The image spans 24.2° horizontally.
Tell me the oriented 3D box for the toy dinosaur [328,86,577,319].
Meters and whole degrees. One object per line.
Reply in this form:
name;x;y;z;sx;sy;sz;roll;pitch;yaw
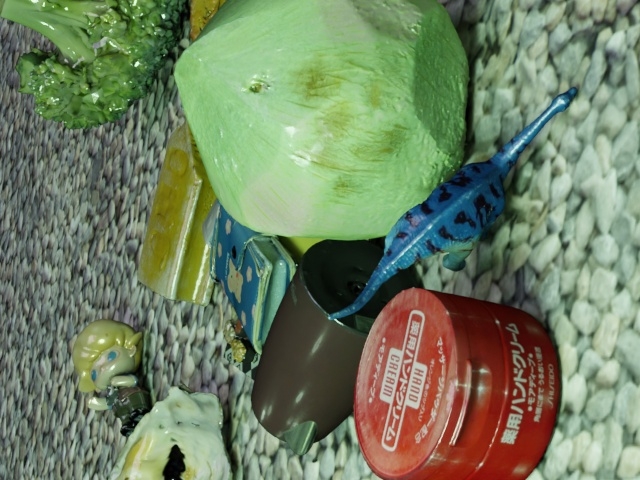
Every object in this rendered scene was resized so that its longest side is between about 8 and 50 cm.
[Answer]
toy dinosaur;0.133;-0.022;1.490;0.329;0.076;0.144;-41;-11;-5

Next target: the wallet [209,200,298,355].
wallet;-0.089;0.038;1.913;0.202;0.059;0.141;-124;39;-56

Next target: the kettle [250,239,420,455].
kettle;-0.002;0.109;1.681;0.202;0.144;0.232;-102;31;-43

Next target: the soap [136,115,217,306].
soap;-0.186;-0.048;2.163;0.160;0.080;0.258;23;101;62

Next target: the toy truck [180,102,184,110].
toy truck;-0.101;-0.189;2.018;0.177;0.115;0.080;15;93;61

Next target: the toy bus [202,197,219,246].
toy bus;-0.098;-0.060;2.009;0.172;0.072;0.057;-60;28;31

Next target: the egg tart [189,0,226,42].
egg tart;-0.083;-0.354;2.067;0.291;0.107;0.291;-38;44;48

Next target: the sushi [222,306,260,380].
sushi;-0.105;0.111;2.004;0.120;0.026;0.126;26;102;63

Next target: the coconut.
coconut;-0.007;-0.155;1.590;0.281;0.328;0.328;38;113;58

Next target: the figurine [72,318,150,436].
figurine;-0.317;0.212;2.296;0.114;0.108;0.196;-61;37;37

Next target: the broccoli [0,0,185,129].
broccoli;-0.354;-0.355;2.421;0.338;0.317;0.277;84;178;-51

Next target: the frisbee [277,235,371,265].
frisbee;0.000;0.000;1.818;0.236;0.017;0.236;-8;81;63

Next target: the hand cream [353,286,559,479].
hand cream;0.128;0.146;1.432;0.193;0.125;0.193;-31;54;56

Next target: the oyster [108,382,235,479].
oyster;-0.202;0.327;2.029;0.271;0.100;0.275;14;86;59
